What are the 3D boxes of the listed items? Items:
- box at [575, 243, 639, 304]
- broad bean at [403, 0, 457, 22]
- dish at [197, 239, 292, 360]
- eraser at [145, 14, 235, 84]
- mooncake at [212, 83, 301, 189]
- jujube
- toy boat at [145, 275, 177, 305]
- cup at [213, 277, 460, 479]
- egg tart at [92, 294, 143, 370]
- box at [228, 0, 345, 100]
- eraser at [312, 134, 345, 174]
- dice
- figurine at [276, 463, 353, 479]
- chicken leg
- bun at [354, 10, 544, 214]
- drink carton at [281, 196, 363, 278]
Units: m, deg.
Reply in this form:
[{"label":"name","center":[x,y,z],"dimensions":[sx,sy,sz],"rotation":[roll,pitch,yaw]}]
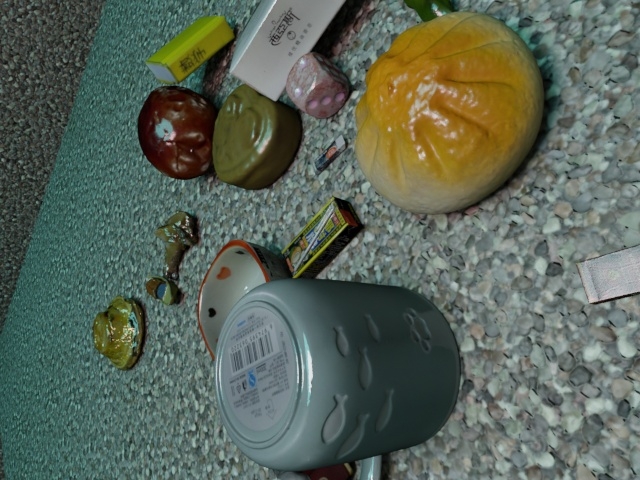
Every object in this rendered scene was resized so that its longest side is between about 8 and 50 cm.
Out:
[{"label":"box","center":[0.343,0.038,0.535],"dimensions":[0.082,0.023,0.051],"rotation":[-27,62,40]},{"label":"broad bean","center":[0.175,-0.406,0.789],"dimensions":[0.061,0.046,0.195],"rotation":[-42,52,36]},{"label":"dish","center":[-0.134,0.131,0.951],"dimensions":[0.256,0.117,0.256],"rotation":[-12,74,44]},{"label":"eraser","center":[-0.352,-0.516,1.274],"dimensions":[0.226,0.069,0.158],"rotation":[-47,44,-14]},{"label":"mooncake","center":[-0.160,-0.226,1.057],"dimensions":[0.235,0.117,0.234],"rotation":[-11,74,42]},{"label":"jujube","center":[-0.373,-0.295,1.240],"dimensions":[0.223,0.223,0.318],"rotation":[-60,38,19]},{"label":"toy boat","center":[-0.443,0.140,1.313],"dimensions":[0.172,0.066,0.065],"rotation":[21,95,46]},{"label":"cup","center":[0.008,0.230,0.666],"dimensions":[0.259,0.275,0.356],"rotation":[-4,78,47]},{"label":"egg tart","center":[-0.634,0.285,1.459],"dimensions":[0.241,0.106,0.241],"rotation":[-6,81,43]},{"label":"box","center":[-0.064,-0.458,0.961],"dimensions":[0.274,0.116,0.203],"rotation":[-48,29,29]},{"label":"eraser","center":[0.016,-0.167,0.926],"dimensions":[0.099,0.019,0.027],"rotation":[-39,56,34]},{"label":"dice","center":[-0.005,-0.302,0.922],"dimensions":[0.091,0.093,0.094],"rotation":[-47,53,29]},{"label":"figurine","center":[-0.017,0.367,0.767],"dimensions":[0.082,0.154,0.098],"rotation":[-1,122,51]},{"label":"chicken leg","center":[-0.404,0.009,1.293],"dimensions":[0.125,0.080,0.196],"rotation":[50,119,26]},{"label":"bun","center":[0.153,-0.192,0.682],"dimensions":[0.299,0.165,0.298],"rotation":[-13,71,43]},{"label":"drink carton","center":[0.000,0.000,0.882],"dimensions":[0.165,0.056,0.071],"rotation":[-47,54,29]}]
